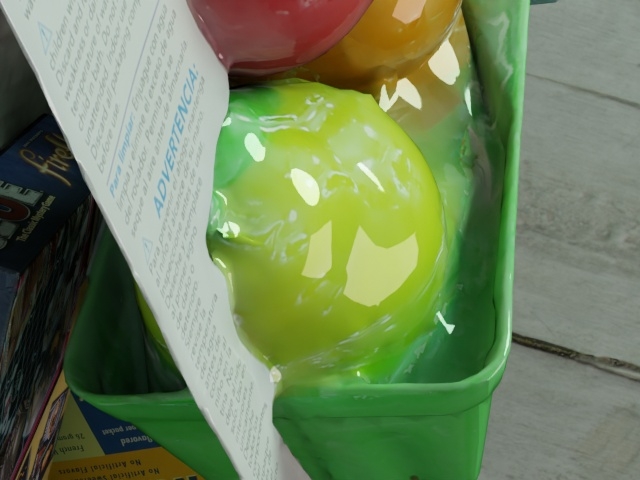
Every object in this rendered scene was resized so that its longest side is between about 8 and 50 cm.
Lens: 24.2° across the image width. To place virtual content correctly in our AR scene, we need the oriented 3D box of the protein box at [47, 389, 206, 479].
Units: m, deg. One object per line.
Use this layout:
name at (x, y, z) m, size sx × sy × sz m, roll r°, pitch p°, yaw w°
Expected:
protein box at (-0.044, 0.077, 0.785) m, size 0.201 × 0.136 × 0.200 m, roll -73°, pitch 147°, yaw -53°

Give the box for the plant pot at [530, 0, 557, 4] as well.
plant pot at (0.065, -0.255, 0.958) m, size 0.165 × 0.234 × 0.165 m, roll 106°, pitch 1°, yaw -58°

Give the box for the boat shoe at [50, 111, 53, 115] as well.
boat shoe at (-0.112, -0.016, 0.664) m, size 0.035 × 0.035 × 0.100 m, roll -44°, pitch 145°, yaw -85°

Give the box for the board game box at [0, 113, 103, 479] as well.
board game box at (-0.138, 0.087, 0.584) m, size 0.165 × 0.042 × 0.243 m, roll -73°, pitch 180°, yaw -71°

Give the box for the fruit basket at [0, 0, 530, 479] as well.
fruit basket at (-0.028, -0.081, 0.516) m, size 0.353 × 0.165 × 0.327 m, roll 63°, pitch 27°, yaw -45°
